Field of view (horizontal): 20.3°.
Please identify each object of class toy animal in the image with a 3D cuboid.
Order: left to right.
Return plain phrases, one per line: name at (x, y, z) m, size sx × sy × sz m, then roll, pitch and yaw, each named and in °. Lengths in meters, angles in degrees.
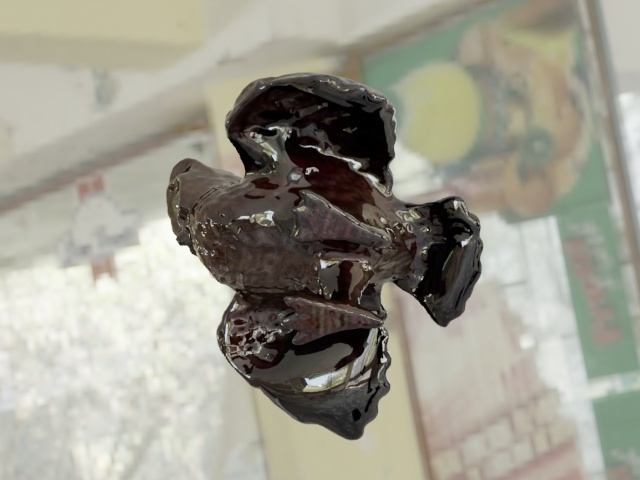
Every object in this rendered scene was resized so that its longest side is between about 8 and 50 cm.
toy animal at (-0.006, -0.002, 1.015) m, size 0.116 × 0.218 × 0.179 m, roll -15°, pitch 27°, yaw -29°
